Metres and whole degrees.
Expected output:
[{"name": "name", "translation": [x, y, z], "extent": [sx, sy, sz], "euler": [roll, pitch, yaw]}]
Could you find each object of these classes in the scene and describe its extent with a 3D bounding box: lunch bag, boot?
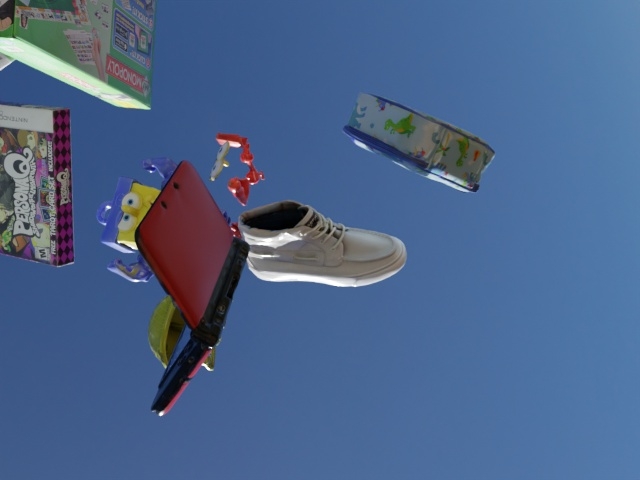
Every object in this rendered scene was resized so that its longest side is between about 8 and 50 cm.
[{"name": "lunch bag", "translation": [0.153, -0.153, 1.207], "extent": [0.219, 0.176, 0.090], "euler": [13, -75, -48]}, {"name": "boot", "translation": [0.000, 0.000, 1.197], "extent": [0.123, 0.258, 0.095], "euler": [75, -166, -48]}]

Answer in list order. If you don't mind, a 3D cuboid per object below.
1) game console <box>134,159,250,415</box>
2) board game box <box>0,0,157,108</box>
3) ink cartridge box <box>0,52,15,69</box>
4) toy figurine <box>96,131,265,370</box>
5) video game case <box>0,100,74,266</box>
[{"name": "game console", "translation": [-0.108, 0.031, 0.572], "extent": [0.085, 0.124, 0.144], "euler": [31, -155, -10]}, {"name": "board game box", "translation": [-0.249, -0.273, 0.814], "extent": [0.317, 0.046, 0.214], "euler": [11, -97, -81]}, {"name": "ink cartridge box", "translation": [-0.579, -0.322, 1.216], "extent": [0.154, 0.212, 0.093], "euler": [53, -167, -37]}, {"name": "toy figurine", "translation": [-0.245, 0.005, 1.189], "extent": [0.191, 0.217, 0.363], "euler": [48, -125, -72]}, {"name": "video game case", "translation": [-0.461, -0.090, 1.164], "extent": [0.042, 0.210, 0.232], "euler": [-22, -61, -60]}]
